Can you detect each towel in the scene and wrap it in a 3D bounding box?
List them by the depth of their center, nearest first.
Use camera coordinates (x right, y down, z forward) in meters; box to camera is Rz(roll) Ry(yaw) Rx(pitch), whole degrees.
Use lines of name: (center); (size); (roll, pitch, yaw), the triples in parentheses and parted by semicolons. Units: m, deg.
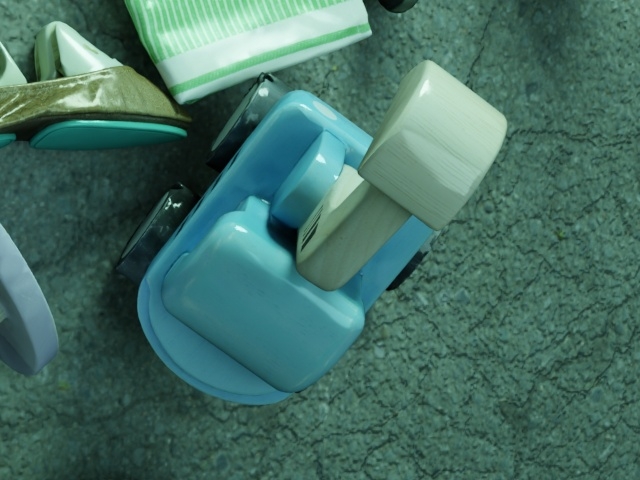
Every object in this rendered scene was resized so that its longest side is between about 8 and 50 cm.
towel: (-0.098, -0.313, 1.834); (0.248, 0.038, 0.324); (-23, 98, -29)

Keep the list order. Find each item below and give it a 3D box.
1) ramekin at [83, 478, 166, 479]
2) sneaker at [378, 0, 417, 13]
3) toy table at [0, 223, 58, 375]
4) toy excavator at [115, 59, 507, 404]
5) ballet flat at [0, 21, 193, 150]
ramekin: (-0.199, 0.303, 1.778); (0.277, 0.277, 0.135); (-1, 91, -33)
sneaker: (0.057, -0.348, 1.944); (0.130, 0.087, 0.227); (6, 92, -32)
toy table: (-0.346, 0.066, 1.666); (0.161, 0.252, 0.274); (-42, 140, -22)
toy excavator: (0.000, 0.000, 1.658); (0.222, 0.445, 0.433); (36, 109, -10)
ballet flat: (-0.278, -0.134, 1.758); (0.342, 0.116, 0.124); (-9, 85, -28)
